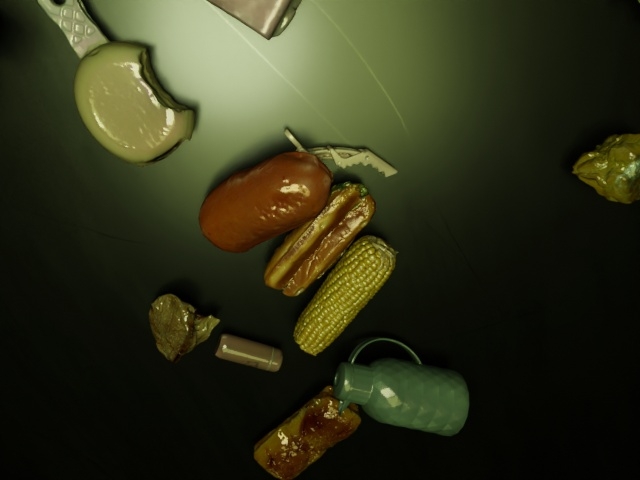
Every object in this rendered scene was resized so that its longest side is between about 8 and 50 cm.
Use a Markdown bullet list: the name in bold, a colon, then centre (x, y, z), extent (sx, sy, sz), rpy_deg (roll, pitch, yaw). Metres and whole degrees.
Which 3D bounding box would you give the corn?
- **corn**: centre (0.041, 0.111, 0.928), extent (0.106, 0.106, 0.293), rpy_deg (31, 111, -19)

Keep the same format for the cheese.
- **cheese**: centre (-0.321, -0.256, 0.717), extent (0.163, 0.082, 0.286), rpy_deg (-26, 114, 5)

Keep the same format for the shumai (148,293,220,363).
- **shumai**: centre (-0.284, 0.175, 0.933), extent (0.123, 0.105, 0.139), rpy_deg (37, 100, 25)

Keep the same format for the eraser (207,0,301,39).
- **eraser**: centre (-0.085, -0.489, 0.595), extent (0.272, 0.122, 0.359), rpy_deg (29, 110, -7)

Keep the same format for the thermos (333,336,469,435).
- **thermos**: centre (0.174, 0.317, 1.020), extent (0.286, 0.145, 0.182), rpy_deg (17, 80, -13)

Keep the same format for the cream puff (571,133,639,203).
- **cream puff**: centre (0.557, -0.142, 0.867), extent (0.146, 0.116, 0.146), rpy_deg (-21, 128, -29)

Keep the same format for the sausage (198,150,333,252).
- **sausage**: centre (-0.100, -0.065, 0.794), extent (0.258, 0.133, 0.133), rpy_deg (-21, 118, 25)

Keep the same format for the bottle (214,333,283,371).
- **bottle**: centre (-0.151, 0.239, 0.986), extent (0.140, 0.053, 0.053), rpy_deg (19, 112, -15)

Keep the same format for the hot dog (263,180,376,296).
- **hot dog**: centre (0.000, 0.000, 0.881), extent (0.115, 0.072, 0.269), rpy_deg (39, 104, -21)

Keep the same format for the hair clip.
- **hair clip**: centre (0.034, -0.155, 0.833), extent (0.225, 0.034, 0.072), rpy_deg (3, 114, -9)

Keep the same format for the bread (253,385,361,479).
- **bread**: centre (-0.036, 0.456, 1.091), extent (0.271, 0.077, 0.139), rpy_deg (-42, 110, 16)

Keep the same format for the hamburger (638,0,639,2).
- **hamburger**: centre (0.582, -0.437, 0.732), extent (0.189, 0.093, 0.164), rpy_deg (-26, 113, 4)
